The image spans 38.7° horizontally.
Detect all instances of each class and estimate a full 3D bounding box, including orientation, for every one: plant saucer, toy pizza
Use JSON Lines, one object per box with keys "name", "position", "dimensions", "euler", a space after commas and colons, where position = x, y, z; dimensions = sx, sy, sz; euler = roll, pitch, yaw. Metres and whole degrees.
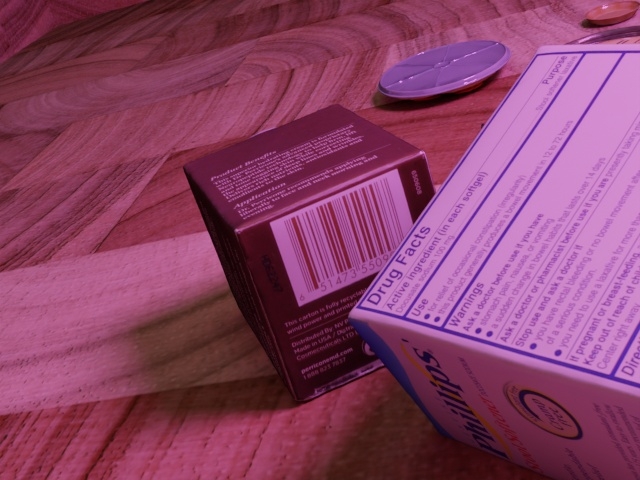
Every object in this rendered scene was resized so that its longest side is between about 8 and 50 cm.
{"name": "plant saucer", "position": [0.450, -0.348, 1.403], "dimensions": [0.083, 0.015, 0.083], "euler": [-15, 24, 7]}
{"name": "toy pizza", "position": [0.185, -0.247, 1.356], "dimensions": [0.201, 0.032, 0.201], "euler": [-15, 26, 8]}

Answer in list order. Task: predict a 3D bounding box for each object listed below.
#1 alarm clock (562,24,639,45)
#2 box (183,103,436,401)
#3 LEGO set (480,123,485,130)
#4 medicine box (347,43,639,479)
{"name": "alarm clock", "position": [0.299, -0.167, 0.878], "dimensions": [0.192, 0.064, 0.129], "euler": [-33, 28, -25]}
{"name": "box", "position": [0.000, 0.000, 0.809], "dimensions": [0.168, 0.167, 0.203], "euler": [-24, 25, -10]}
{"name": "LEGO set", "position": [0.240, -0.146, 1.130], "dimensions": [0.083, 0.023, 0.054], "euler": [-17, 19, 36]}
{"name": "medicine box", "position": [0.214, 0.017, 0.565], "dimensions": [0.289, 0.149, 0.263], "euler": [12, 57, 48]}
